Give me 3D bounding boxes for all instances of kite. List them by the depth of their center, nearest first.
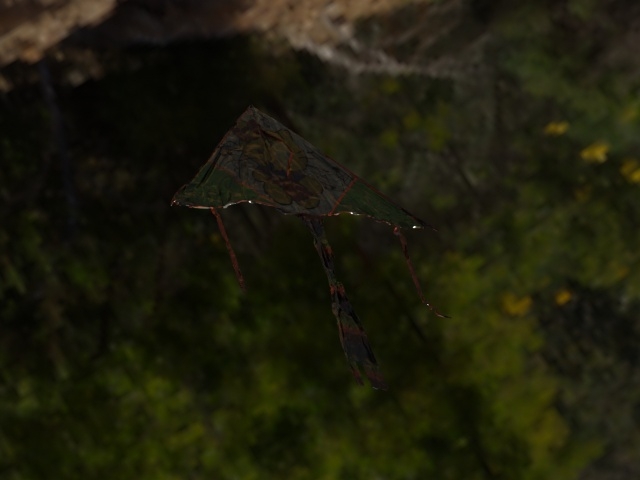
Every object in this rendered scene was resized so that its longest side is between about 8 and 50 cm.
[{"bbox_3d":[0.000,0.000,1.127,0.198,0.244,0.006,9,129,-33],"label":"kite"}]
